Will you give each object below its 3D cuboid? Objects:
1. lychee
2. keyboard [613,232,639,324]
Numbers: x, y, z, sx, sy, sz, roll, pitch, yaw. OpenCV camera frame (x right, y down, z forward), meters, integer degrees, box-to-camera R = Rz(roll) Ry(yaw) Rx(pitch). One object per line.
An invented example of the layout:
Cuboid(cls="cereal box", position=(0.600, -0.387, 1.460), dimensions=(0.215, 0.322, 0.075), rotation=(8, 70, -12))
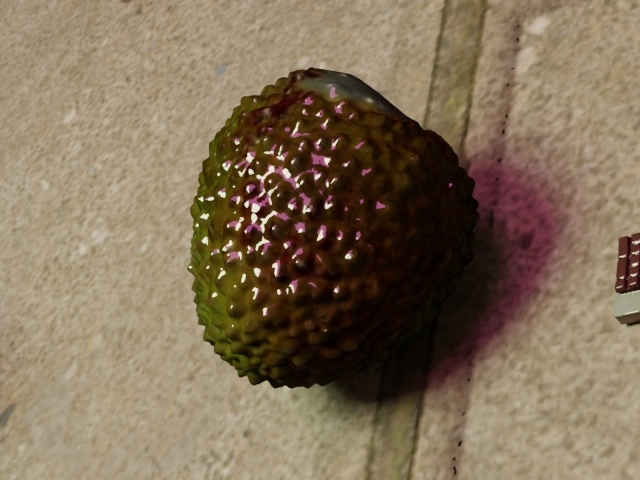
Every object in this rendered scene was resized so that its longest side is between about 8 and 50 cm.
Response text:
Cuboid(cls="lychee", position=(0.000, 0.000, 0.976), dimensions=(0.171, 0.171, 0.171), rotation=(-24, 44, 25))
Cuboid(cls="keyboard", position=(0.217, 0.001, 0.886), dimensions=(0.166, 0.017, 0.055), rotation=(-17, 47, 31))
